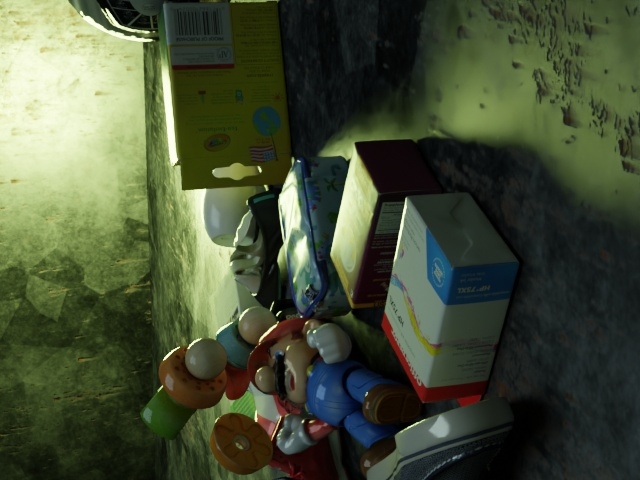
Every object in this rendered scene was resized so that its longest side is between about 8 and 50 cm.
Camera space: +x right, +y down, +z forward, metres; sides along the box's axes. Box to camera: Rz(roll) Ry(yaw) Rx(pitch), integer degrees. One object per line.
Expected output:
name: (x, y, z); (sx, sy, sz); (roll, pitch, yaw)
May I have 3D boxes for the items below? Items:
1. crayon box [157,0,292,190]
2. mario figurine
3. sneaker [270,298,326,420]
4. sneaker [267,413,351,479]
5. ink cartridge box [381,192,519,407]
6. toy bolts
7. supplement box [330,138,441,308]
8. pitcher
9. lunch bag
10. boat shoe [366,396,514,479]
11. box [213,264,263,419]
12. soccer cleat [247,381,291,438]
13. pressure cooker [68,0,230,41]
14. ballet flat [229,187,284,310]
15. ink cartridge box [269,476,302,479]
crayon box: (-0.164, -0.244, 1.765); (0.081, 0.202, 0.319); (166, 100, -73)
mario figurine: (-0.010, 0.208, 1.393); (0.320, 0.170, 0.198); (26, 86, 55)
sneaker: (-0.029, 0.181, 1.616); (0.276, 0.097, 0.135); (-125, 33, -59)
sneaker: (-0.024, 0.373, 1.599); (0.087, 0.128, 0.221); (112, 150, -56)
ink cartridge box: (0.132, 0.079, 1.121); (0.134, 0.078, 0.231); (-117, 28, -50)
toy bolts: (-0.122, 0.207, 1.548); (0.158, 0.218, 0.228); (-53, 3, 32)
supplement box: (0.076, -0.019, 1.266); (0.104, 0.080, 0.188); (-113, 25, -45)
pitcher: (-0.157, -0.088, 1.953); (0.178, 0.125, 0.207); (74, -165, -70)
lunch bag: (0.000, 0.000, 1.505); (0.176, 0.090, 0.219); (122, 141, -66)
boat shoe: (0.144, 0.282, 1.099); (0.340, 0.127, 0.158); (106, 148, -66)
box: (-0.151, 0.223, 2.087); (0.232, 0.058, 0.322); (125, 139, -63)
soccer cleat: (-0.081, 0.245, 1.830); (0.116, 0.108, 0.318); (-59, 30, 25)
pressure cooker: (-0.315, -0.597, 1.790); (0.375, 0.370, 0.420); (35, 158, 9)
ballet flat: (-0.112, 0.019, 1.841); (0.095, 0.096, 0.281); (-114, 26, -45)
ink cartridge box: (-0.022, 0.486, 1.418); (0.395, 0.151, 0.270); (-7, 89, 57)
